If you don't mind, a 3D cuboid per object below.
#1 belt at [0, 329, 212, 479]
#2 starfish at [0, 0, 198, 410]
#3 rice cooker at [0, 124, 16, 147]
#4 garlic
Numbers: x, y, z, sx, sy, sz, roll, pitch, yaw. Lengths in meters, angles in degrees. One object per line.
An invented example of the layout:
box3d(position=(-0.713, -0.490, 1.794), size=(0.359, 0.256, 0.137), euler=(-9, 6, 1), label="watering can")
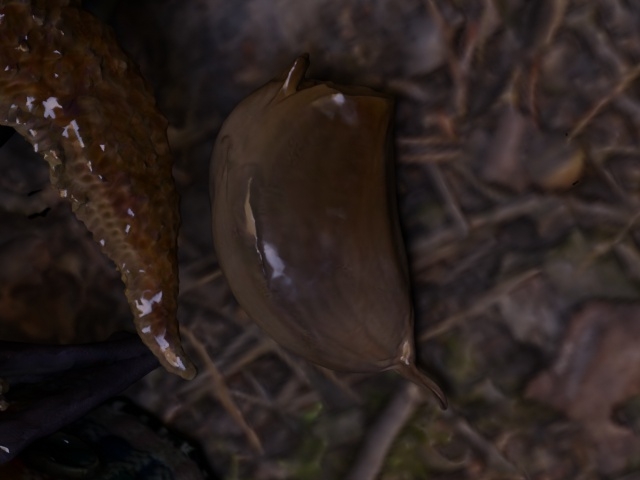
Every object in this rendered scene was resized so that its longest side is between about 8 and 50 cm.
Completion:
box3d(position=(-0.175, 0.179, 0.806), size=(0.295, 0.160, 0.206), euler=(-36, 86, 25), label="belt")
box3d(position=(-0.125, -0.100, 0.685), size=(0.299, 0.060, 0.302), euler=(29, 76, -23), label="starfish")
box3d(position=(-0.211, -0.110, 0.786), size=(0.203, 0.118, 0.142), euler=(39, 113, 8), label="rice cooker")
box3d(position=(-0.004, 0.001, 0.753), size=(0.084, 0.066, 0.152), euler=(-5, 96, 21), label="garlic")
